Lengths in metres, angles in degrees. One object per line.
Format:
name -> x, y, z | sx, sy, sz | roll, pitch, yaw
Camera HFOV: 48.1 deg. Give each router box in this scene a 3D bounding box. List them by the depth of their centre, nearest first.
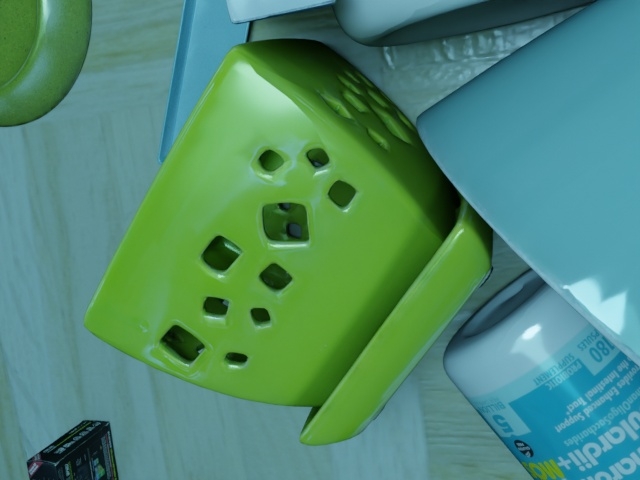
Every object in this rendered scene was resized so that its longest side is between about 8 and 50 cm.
router box -> -0.256, 0.266, 0.760 | 0.038, 0.092, 0.123 | -1, 102, 20

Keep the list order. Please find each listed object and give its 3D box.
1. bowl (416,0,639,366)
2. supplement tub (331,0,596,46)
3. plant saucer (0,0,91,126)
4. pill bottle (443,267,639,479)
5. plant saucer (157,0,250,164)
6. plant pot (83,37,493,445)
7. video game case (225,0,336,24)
bowl -> 0.223, -0.033, 0.404 | 0.311, 0.311, 0.163 | 41, 110, 7
supplement tub -> 0.092, -0.301, 0.426 | 0.235, 0.235, 0.325 | -9, 99, 21
plant saucer -> -0.336, -0.231, 0.702 | 0.240, 0.037, 0.241 | 4, 104, 18
pill bottle -> 0.225, 0.145, 0.531 | 0.146, 0.146, 0.264 | -42, 87, 23
plant saucer -> -0.100, -0.153, 0.647 | 0.067, 0.018, 0.192 | 18, 107, 15
plant pot -> 0.000, 0.000, 0.542 | 0.207, 0.228, 0.227 | 34, 111, 1
video game case -> -0.053, -0.268, 0.447 | 0.061, 0.269, 0.245 | -12, 109, -1
